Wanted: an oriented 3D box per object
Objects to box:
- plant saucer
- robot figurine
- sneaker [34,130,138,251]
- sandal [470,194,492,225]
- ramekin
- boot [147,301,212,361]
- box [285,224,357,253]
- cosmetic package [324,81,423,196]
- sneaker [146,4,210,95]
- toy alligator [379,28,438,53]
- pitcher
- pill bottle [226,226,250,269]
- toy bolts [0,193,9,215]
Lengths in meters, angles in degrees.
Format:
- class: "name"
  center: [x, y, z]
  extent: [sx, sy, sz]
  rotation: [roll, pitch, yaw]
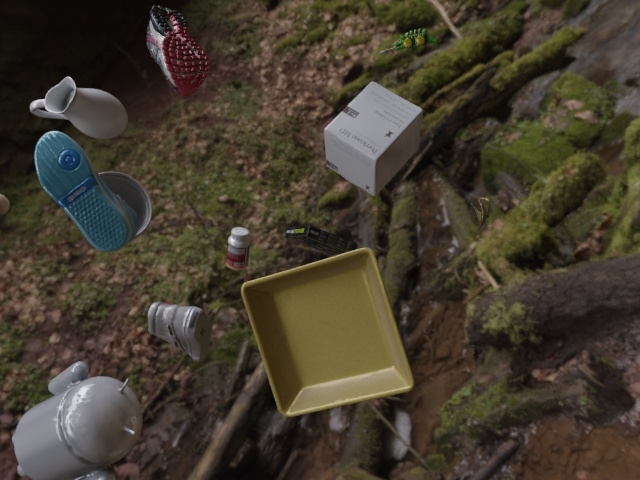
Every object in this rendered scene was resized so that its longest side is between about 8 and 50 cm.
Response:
- class: "plant saucer"
  center: [0.020, 0.210, 1.375]
  extent: [0.332, 0.333, 0.081]
  rotation: [-17, 2, 17]
- class: "robot figurine"
  center: [-0.561, 0.441, 1.388]
  extent: [0.353, 0.199, 0.300]
  rotation: [-28, 75, 23]
- class: "sneaker"
  center: [-0.568, -0.112, 1.468]
  extent: [0.127, 0.319, 0.208]
  rotation: [-30, 3, -4]
- class: "sandal"
  center: [0.427, -0.084, 1.577]
  extent: [0.180, 0.049, 0.072]
  rotation: [-55, -34, -75]
- class: "ramekin"
  center: [-0.601, -0.082, 1.715]
  extent: [0.109, 0.207, 0.207]
  rotation: [-30, 32, 52]
- class: "boot"
  center: [-0.333, 0.209, 1.410]
  extent: [0.258, 0.123, 0.095]
  rotation: [99, -173, -60]
- class: "box"
  center: [0.000, 0.000, 2.009]
  extent: [0.184, 0.190, 0.045]
  rotation: [-8, 63, 64]
- class: "cosmetic package"
  center: [0.124, -0.238, 1.402]
  extent: [0.184, 0.151, 0.151]
  rotation: [-48, -21, -21]
- class: "sneaker"
  center: [-0.360, -0.457, 1.485]
  extent: [0.112, 0.120, 0.299]
  rotation: [-58, 43, 39]
- class: "toy alligator"
  center: [0.269, -0.619, 1.839]
  extent: [0.189, 0.051, 0.056]
  rotation: [-3, 14, 26]
- class: "pitcher"
  center: [-0.633, -0.339, 1.571]
  extent: [0.177, 0.207, 0.126]
  rotation: [-8, 78, 24]
- class: "pill bottle"
  center: [-0.313, 0.030, 2.274]
  extent: [0.086, 0.086, 0.152]
  rotation: [-96, 14, -60]
- class: "toy bolts"
  center: [-0.856, -0.061, 1.497]
  extent: [0.158, 0.218, 0.228]
  rotation: [-51, 0, -17]
